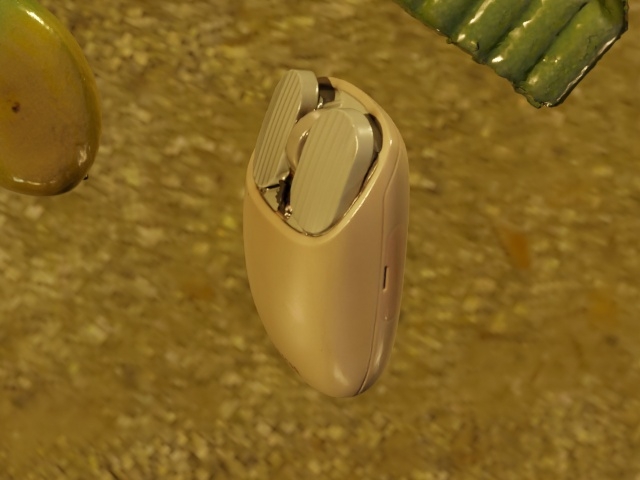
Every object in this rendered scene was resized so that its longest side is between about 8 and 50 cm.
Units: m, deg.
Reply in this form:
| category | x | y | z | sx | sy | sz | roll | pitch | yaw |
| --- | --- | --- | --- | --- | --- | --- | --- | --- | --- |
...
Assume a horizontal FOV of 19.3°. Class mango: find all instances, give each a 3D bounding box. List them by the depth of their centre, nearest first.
| category | x | y | z | sx | sy | sz | roll | pitch | yaw |
| --- | --- | --- | --- | --- | --- | --- | --- | --- | --- |
| mango | -0.273 | -0.139 | 1.725 | 0.137 | 0.091 | 0.237 | -9 | 132 | -5 |

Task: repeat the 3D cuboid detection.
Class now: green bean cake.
| category | x | y | z | sx | sy | sz | roll | pitch | yaw |
| --- | --- | --- | --- | --- | --- | --- | --- | --- | --- |
| green bean cake | 0.135 | -0.213 | 1.474 | 0.200 | 0.214 | 0.113 | 31 | 111 | -16 |

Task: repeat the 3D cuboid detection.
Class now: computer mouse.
| category | x | y | z | sx | sy | sz | roll | pitch | yaw |
| --- | --- | --- | --- | --- | --- | --- | --- | --- | --- |
| computer mouse | 0.000 | 0.000 | 1.329 | 0.082 | 0.145 | 0.236 | -12 | 125 | -25 |
